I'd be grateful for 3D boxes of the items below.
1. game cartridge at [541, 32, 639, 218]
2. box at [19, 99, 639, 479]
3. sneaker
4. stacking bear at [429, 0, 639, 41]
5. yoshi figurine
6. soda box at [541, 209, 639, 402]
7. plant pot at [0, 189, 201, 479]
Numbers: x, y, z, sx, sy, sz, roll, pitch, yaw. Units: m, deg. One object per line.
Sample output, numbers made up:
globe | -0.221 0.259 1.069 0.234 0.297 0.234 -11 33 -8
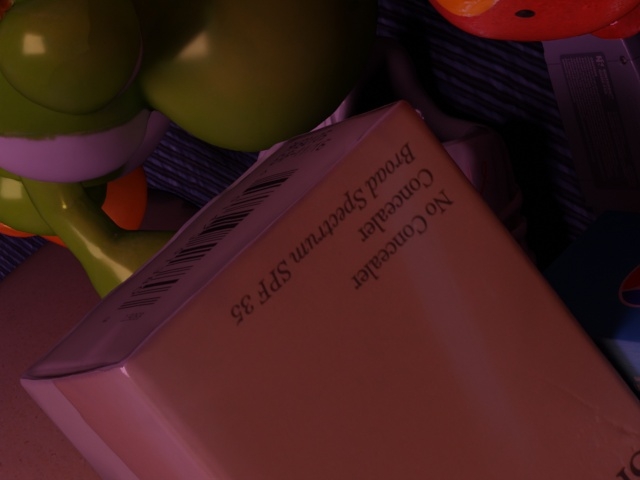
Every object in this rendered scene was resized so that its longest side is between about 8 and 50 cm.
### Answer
game cartridge | 0.115 -0.048 0.757 0.056 0.017 0.083 9 119 61
box | 0.054 0.118 0.712 0.311 0.148 0.121 50 158 -12
sneaker | 0.055 0.011 0.831 0.232 0.090 0.115 53 146 20
stacking bear | -0.001 -0.170 0.669 0.289 0.164 0.175 32 133 7
yoshi figurine | -0.075 -0.078 0.869 0.203 0.203 0.362 49 171 -5
soda box | 0.159 0.040 0.677 0.210 0.071 0.067 7 135 58
plant pot | -0.134 0.135 1.137 0.284 0.191 0.284 40 143 40
